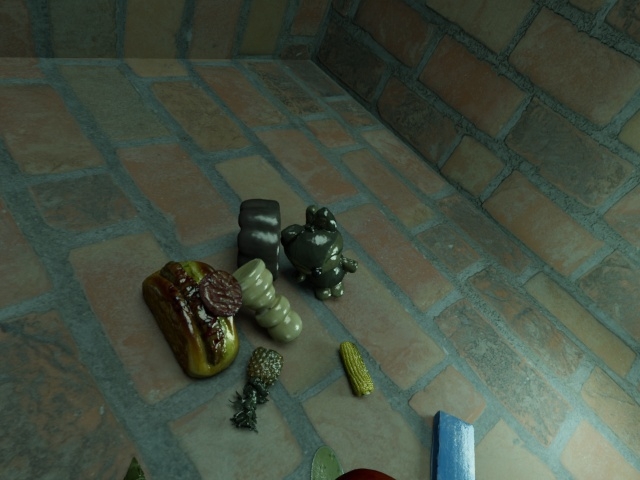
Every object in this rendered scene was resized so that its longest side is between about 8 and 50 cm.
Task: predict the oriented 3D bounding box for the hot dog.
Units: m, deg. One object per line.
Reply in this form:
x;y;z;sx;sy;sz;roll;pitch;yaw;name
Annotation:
-0.397;0.211;1.356;0.185;0.223;0.405;-17;58;-42;hot dog

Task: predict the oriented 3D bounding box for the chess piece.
-0.174;0.218;1.466;0.299;0.167;0.167;52;37;-18;chess piece

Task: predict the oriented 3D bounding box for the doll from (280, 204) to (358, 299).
-0.034;0.011;1.701;0.253;0.382;0.378;-25;41;-6;doll

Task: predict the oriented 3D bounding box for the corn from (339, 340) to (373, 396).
0.123;0.447;1.515;0.072;0.072;0.203;0;48;-29;corn

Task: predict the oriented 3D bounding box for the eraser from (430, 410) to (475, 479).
0.434;0.729;1.417;0.144;0.042;0.311;26;41;-4;eraser

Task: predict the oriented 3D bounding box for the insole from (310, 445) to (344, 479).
0.024;0.740;1.210;0.109;0.007;0.322;14;42;-15;insole

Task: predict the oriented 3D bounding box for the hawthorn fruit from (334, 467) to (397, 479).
0.149;0.732;1.076;0.295;0.295;0.311;-7;62;-33;hawthorn fruit

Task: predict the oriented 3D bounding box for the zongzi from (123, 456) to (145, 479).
-0.494;0.614;1.039;0.154;0.062;0.130;-29;44;-27;zongzi

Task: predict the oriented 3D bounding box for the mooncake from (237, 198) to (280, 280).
-0.226;0.000;1.605;0.155;0.305;0.305;3;45;-7;mooncake

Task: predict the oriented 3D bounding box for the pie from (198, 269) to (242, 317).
-0.292;0.155;1.282;0.155;0.036;0.154;31;39;-30;pie

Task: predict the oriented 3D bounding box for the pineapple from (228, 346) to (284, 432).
-0.198;0.449;1.323;0.125;0.125;0.251;24;51;-5;pineapple
